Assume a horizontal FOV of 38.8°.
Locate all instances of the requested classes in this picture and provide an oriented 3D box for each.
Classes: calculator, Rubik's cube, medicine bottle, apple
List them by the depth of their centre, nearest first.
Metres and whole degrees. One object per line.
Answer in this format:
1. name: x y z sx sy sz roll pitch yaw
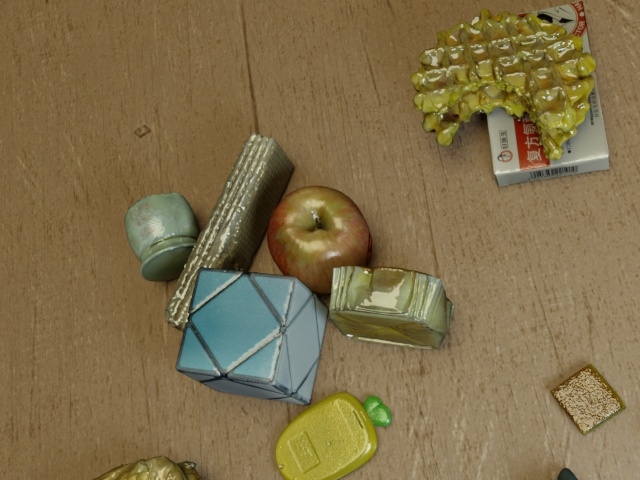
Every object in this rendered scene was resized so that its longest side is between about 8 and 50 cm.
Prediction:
1. calculator: 0.022 0.365 1.681 0.235 0.032 0.146 -33 63 6
2. Rubik's cube: -0.122 0.182 1.704 0.205 0.207 0.205 5 70 20
3. apple: 0.000 0.000 1.760 0.209 0.164 0.209 -2 66 5
4. medicine bottle: -0.320 -0.005 1.875 0.147 0.147 0.143 -27 67 7

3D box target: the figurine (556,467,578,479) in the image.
1. figurine: 0.400 0.508 1.428 0.140 0.193 0.265 -23 76 7

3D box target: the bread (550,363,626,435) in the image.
1. bread: 0.462 0.275 1.568 0.090 0.035 0.094 -36 63 2

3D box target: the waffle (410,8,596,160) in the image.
1. waffle: 0.342 -0.292 1.699 0.324 0.151 0.261 11 69 19

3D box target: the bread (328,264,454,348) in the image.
1. bread: 0.130 0.117 1.652 0.210 0.192 0.110 4 68 20

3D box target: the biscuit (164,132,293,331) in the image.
1. biscuit: -0.182 -0.005 1.832 0.078 0.144 0.426 18 77 22

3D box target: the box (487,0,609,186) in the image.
1. box: 0.432 -0.291 1.784 0.214 0.069 0.353 -8 66 15

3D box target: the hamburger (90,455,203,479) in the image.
1. hamburger: -0.324 0.536 1.671 0.283 0.144 0.259 -17 61 16
